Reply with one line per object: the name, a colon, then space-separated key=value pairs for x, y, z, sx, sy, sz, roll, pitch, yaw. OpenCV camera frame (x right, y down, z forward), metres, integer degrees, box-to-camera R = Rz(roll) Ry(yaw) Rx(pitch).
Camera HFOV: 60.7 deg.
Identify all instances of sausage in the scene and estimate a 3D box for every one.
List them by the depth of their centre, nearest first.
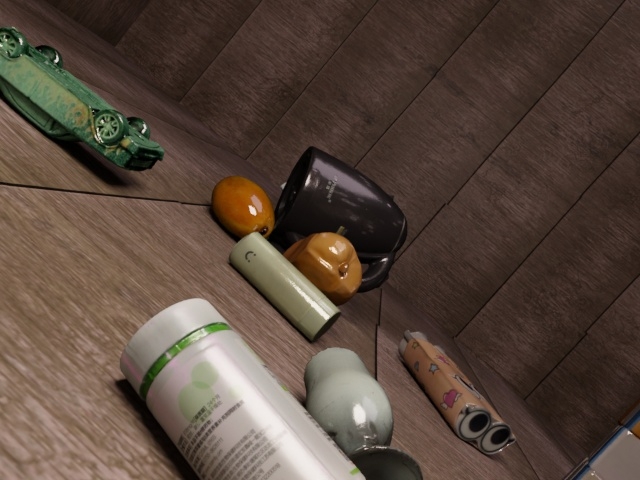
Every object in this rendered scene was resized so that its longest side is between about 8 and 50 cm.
sausage: x=-0.002 y=0.057 z=1.014 sx=0.136 sy=0.120 sz=0.241 roll=42 pitch=-18 yaw=-4

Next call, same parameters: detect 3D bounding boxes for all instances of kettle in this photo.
kettle: x=0.049 y=-0.026 z=1.203 sx=0.290 sy=0.268 sz=0.207 roll=26 pitch=-24 yaw=-16

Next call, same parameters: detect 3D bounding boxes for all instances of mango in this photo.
mango: x=-0.173 y=-0.080 z=1.176 sx=0.138 sy=0.113 sz=0.253 roll=38 pitch=4 yaw=-28

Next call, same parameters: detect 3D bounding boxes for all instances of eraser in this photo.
eraser: x=0.285 y=0.324 z=1.204 sx=0.171 sy=0.087 sz=0.290 roll=39 pitch=6 yaw=-26

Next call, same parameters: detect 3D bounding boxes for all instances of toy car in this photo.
toy car: x=-0.392 y=-0.213 z=0.831 sx=0.321 sy=0.097 sz=0.141 roll=39 pitch=5 yaw=-3

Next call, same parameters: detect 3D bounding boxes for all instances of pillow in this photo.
pillow: x=-0.070 y=0.049 z=1.185 sx=0.150 sy=0.048 sz=0.090 roll=43 pitch=4 yaw=1

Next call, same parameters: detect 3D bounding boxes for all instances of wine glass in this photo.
wine glass: x=0.031 y=0.186 z=0.555 sx=0.093 sy=0.093 sz=0.202 roll=39 pitch=5 yaw=-15

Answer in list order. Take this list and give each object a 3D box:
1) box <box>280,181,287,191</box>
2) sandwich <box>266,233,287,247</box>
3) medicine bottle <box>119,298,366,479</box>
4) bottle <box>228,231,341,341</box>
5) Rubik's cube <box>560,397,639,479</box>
box: x=0.000 y=0.000 z=1.440 sx=0.265 sy=0.048 sz=0.273 roll=56 pitch=-5 yaw=23
sandwich: x=-0.102 y=-0.001 z=1.344 sx=0.212 sy=0.063 sz=0.245 roll=33 pitch=8 yaw=-32
medicine bottle: x=-0.059 y=0.133 z=0.395 sx=0.183 sy=0.086 sz=0.086 roll=43 pitch=6 yaw=24
bottle: x=-0.061 y=0.075 z=0.913 sx=0.201 sy=0.072 sz=0.072 roll=42 pitch=6 yaw=17
Rubik's cube: x=0.757 y=0.564 z=1.174 sx=0.346 sy=0.344 sz=0.347 roll=45 pitch=5 yaw=29
